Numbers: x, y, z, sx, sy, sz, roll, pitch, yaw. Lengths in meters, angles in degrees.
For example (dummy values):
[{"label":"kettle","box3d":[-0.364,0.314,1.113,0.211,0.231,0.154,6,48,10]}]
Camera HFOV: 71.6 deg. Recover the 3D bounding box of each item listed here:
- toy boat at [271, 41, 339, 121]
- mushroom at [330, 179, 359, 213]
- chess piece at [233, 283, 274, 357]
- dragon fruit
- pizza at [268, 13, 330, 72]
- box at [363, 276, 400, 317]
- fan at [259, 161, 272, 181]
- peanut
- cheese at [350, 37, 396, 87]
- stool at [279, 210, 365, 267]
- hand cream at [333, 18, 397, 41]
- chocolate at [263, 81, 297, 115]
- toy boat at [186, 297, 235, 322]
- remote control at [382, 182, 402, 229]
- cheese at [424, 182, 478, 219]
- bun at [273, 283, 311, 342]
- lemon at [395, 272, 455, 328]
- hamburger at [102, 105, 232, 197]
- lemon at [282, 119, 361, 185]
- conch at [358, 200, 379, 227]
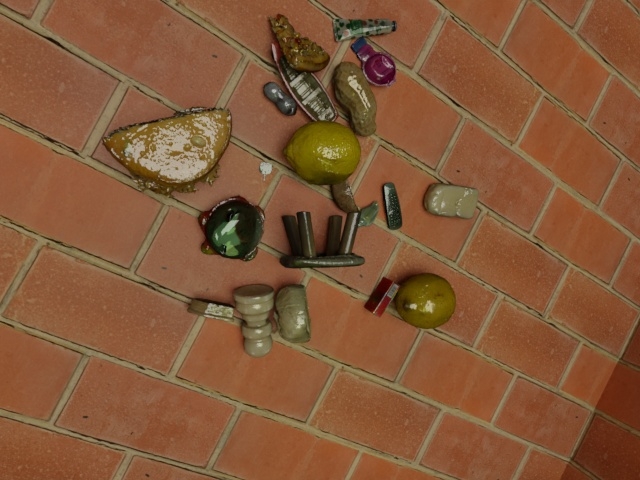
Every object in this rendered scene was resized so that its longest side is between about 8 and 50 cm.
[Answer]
[{"label":"toy boat","box3d":[-0.076,-0.637,1.819,0.136,0.079,0.392,-43,109,-6]},{"label":"mushroom","box3d":[0.101,-0.196,1.939,0.094,0.072,0.209,-15,102,12]},{"label":"chess piece","box3d":[-0.271,0.348,1.857,0.167,0.167,0.299,-6,103,-17]},{"label":"dragon fruit","box3d":[-0.355,-0.041,1.789,0.295,0.130,0.268,-46,113,-8]},{"label":"pizza","box3d":[-0.066,-0.779,1.774,0.252,0.074,0.287,-3,64,-48]},{"label":"box","box3d":[0.283,0.260,2.042,0.048,0.112,0.175,35,87,-19]},{"label":"fan","box3d":[-0.231,-0.287,1.855,0.056,0.004,0.083,4,96,-19]},{"label":"peanut","box3d":[0.151,-0.593,1.871,0.154,0.140,0.324,-20,108,4]},{"label":"cheese","box3d":[0.232,-0.766,1.913,0.155,0.062,0.244,-44,94,-11]},{"label":"stool","box3d":[0.000,0.000,1.824,0.311,0.310,0.225,0,88,-19]},{"label":"hand cream","box3d":[0.190,-0.903,1.885,0.277,0.059,0.095,-10,98,-12]},{"label":"chocolate","box3d":[-0.162,-0.574,1.804,0.167,0.072,0.072,40,84,-16]},{"label":"toy boat","box3d":[-0.444,0.279,1.807,0.189,0.116,0.061,15,88,-22]},{"label":"remote control","box3d":[0.328,-0.156,2.037,0.072,0.042,0.221,-16,103,-15]},{"label":"cheese","box3d":[0.618,-0.186,2.103,0.263,0.093,0.158,7,92,-18]},{"label":"bun","box3d":[-0.119,0.308,1.855,0.152,0.259,0.259,-9,100,1]},{"label":"lemon","box3d":[0.476,0.276,2.025,0.311,0.258,0.257,-6,100,-41]},{"label":"hamburger","box3d":[-0.524,-0.305,1.617,0.446,0.268,0.286,-18,101,-19]},{"label":"lemon","box3d":[0.011,-0.353,1.790,0.322,0.268,0.267,-5,99,-23]},{"label":"conch","box3d":[0.209,-0.101,1.993,0.180,0.065,0.088,-46,107,-13]}]
